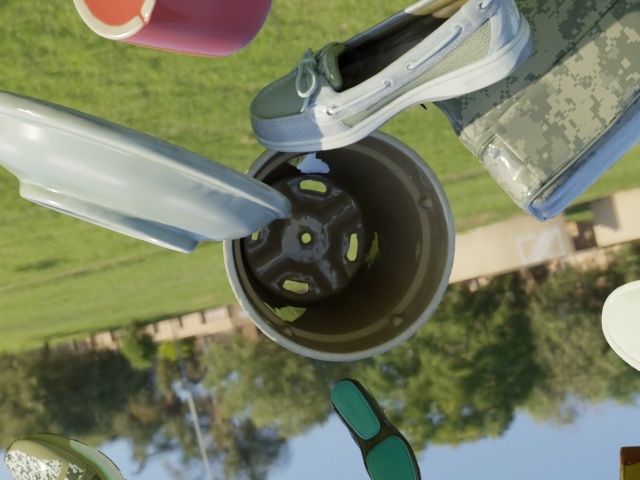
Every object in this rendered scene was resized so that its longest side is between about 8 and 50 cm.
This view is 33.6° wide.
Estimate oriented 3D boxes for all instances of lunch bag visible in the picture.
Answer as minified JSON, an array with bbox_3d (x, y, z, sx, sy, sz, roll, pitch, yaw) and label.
[{"bbox_3d":[0.286,-0.213,1.296,0.305,0.256,0.212,-45,163,10],"label":"lunch bag"}]

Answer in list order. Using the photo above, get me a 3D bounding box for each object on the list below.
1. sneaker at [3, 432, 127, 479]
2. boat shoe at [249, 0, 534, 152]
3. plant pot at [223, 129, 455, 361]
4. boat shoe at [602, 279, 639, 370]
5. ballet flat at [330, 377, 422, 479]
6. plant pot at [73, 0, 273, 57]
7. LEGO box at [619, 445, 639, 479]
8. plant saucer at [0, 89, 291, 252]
[{"bbox_3d":[-0.312,0.417,1.368,0.182,0.410,0.158,-18,143,-47],"label":"sneaker"},{"bbox_3d":[0.057,-0.185,1.102,0.320,0.118,0.103,-15,135,26],"label":"boat shoe"},{"bbox_3d":[0.000,0.000,1.625,0.333,0.334,0.305,-14,-176,-11],"label":"plant pot"},{"bbox_3d":[0.451,0.100,1.125,0.099,0.116,0.319,2,179,-39],"label":"boat shoe"},{"bbox_3d":[0.084,0.275,1.437,0.074,0.203,0.074,-25,153,-14],"label":"ballet flat"},{"bbox_3d":[-0.250,-0.425,1.703,0.274,0.275,0.243,-14,-179,36],"label":"plant pot"},{"bbox_3d":[0.674,0.448,1.466,0.500,0.193,0.372,-8,-159,21],"label":"LEGO box"},{"bbox_3d":[-0.235,-0.063,1.247,0.400,0.101,0.400,18,175,1],"label":"plant saucer"}]
